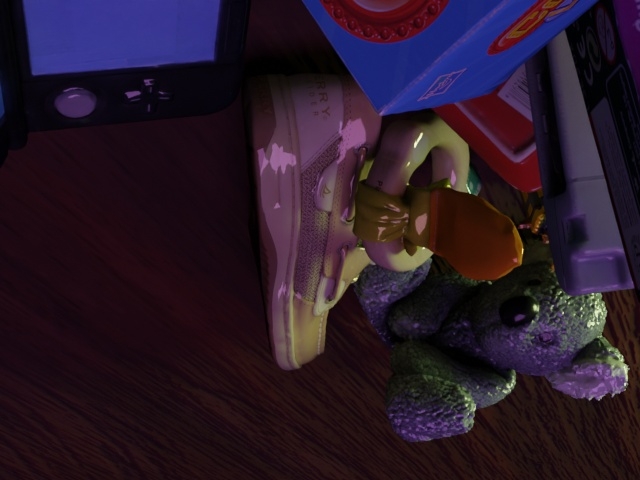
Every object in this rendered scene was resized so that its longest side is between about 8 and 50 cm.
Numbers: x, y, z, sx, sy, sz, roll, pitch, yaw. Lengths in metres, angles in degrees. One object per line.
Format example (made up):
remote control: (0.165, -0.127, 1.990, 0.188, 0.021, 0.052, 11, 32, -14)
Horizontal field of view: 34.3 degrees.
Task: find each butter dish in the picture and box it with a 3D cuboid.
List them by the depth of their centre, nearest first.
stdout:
butter dish: (0.151, -0.141, 0.708, 0.160, 0.118, 0.160, 45, 135, -1)

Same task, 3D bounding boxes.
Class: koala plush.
koala plush: (0.172, 0.085, 1.005, 0.221, 0.196, 0.203, -20, 158, 13)

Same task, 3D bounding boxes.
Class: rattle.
rattle: (0.124, -0.024, 0.800, 0.143, 0.130, 0.200, 3, 171, 32)

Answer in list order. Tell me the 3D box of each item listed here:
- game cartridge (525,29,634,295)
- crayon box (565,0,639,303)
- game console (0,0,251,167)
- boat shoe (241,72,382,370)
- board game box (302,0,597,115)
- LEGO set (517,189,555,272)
game cartridge: (0.215, -0.126, 0.597, 0.198, 0.297, 0.062, -6, 176, -12)
crayon box: (0.249, -0.184, 0.430, 0.313, 0.363, 0.106, -14, 174, 4)
game console: (-0.145, -0.105, 0.590, 0.250, 0.173, 0.293, -7, 150, -14)
boat shoe: (0.000, 0.000, 0.864, 0.110, 0.121, 0.341, -8, 145, -6)
board game box: (0.056, -0.251, 0.323, 0.302, 0.308, 0.086, -40, 169, 37)
LEGO set: (0.325, -0.042, 0.830, 0.331, 0.192, 0.255, -2, 146, -14)
